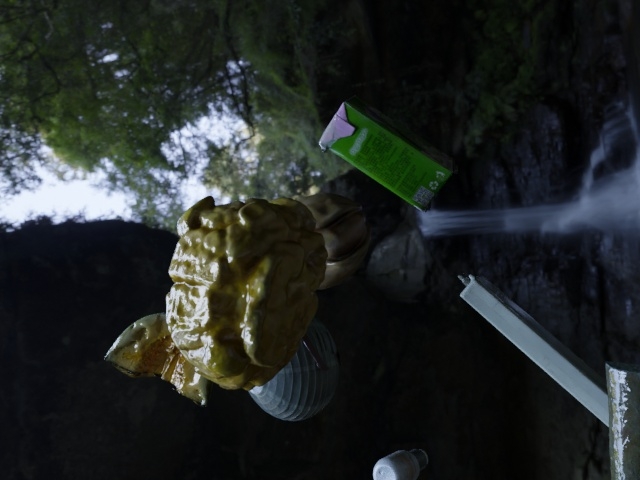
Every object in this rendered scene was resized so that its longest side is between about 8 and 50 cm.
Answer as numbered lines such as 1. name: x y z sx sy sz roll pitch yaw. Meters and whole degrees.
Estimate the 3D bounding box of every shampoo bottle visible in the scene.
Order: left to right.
1. shampoo bottle: 0.189 0.504 1.348 0.192 0.074 0.074 8 -104 -55

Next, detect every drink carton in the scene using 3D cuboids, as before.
1. drink carton: 0.142 -0.179 1.252 0.108 0.271 0.161 -57 0 21

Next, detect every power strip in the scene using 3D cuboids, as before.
1. power strip: 0.369 0.179 0.996 0.367 0.043 0.106 43 -165 16

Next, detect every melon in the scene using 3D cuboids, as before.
1. melon: -0.212 0.160 0.877 0.128 0.160 0.079 -65 -2 13

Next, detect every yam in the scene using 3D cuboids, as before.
1. yam: 0.410 0.244 0.786 0.068 0.068 0.170 -3 -91 -68

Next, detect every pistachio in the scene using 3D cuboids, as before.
1. pistachio: 0.000 0.000 1.044 0.162 0.181 0.293 60 173 2

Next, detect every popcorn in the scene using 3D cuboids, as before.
1. popcorn: -0.071 0.040 0.592 0.163 0.140 0.194 48 -117 -34

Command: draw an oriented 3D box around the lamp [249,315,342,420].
1. lamp: -0.066 0.279 1.407 0.265 0.233 0.233 52 -174 30
